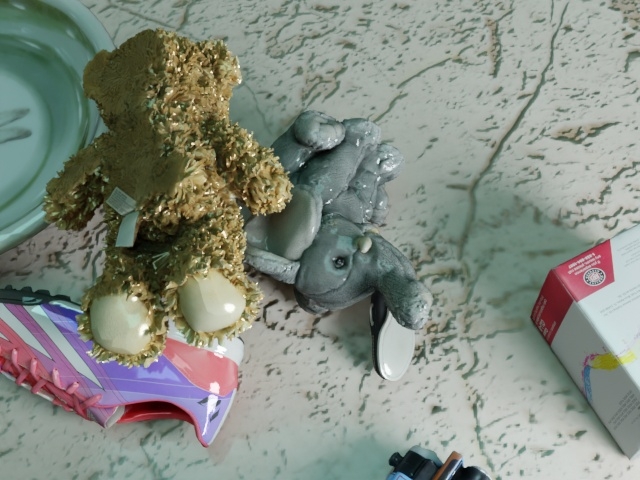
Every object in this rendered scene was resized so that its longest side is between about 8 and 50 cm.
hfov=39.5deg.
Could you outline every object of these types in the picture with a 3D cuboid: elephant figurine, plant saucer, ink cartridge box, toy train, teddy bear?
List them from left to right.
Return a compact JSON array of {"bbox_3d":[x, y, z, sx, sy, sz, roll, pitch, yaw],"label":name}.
[{"bbox_3d":[-0.413,-0.126,1.006,0.401,0.100,0.400,-1,63,1],"label":"plant saucer"},{"bbox_3d":[-0.144,-0.040,0.848,0.245,0.113,0.338,-33,57,11],"label":"teddy bear"},{"bbox_3d":[0.000,0.000,0.883,0.169,0.186,0.239,16,53,-15],"label":"elephant figurine"},{"bbox_3d":[0.075,0.266,0.797,0.105,0.080,0.184,31,68,23],"label":"toy train"},{"bbox_3d":[0.309,0.094,0.845,0.128,0.127,0.176,-25,64,-11],"label":"ink cartridge box"}]

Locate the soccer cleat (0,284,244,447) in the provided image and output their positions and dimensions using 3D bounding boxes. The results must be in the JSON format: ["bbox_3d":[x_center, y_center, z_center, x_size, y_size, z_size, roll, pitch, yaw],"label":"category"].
[{"bbox_3d":[-0.238,0.121,0.872,0.318,0.108,0.116,8,67,4],"label":"soccer cleat"}]

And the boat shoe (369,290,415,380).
[{"bbox_3d":[0.069,0.084,0.912,0.046,0.038,0.125,21,63,-34],"label":"boat shoe"}]
